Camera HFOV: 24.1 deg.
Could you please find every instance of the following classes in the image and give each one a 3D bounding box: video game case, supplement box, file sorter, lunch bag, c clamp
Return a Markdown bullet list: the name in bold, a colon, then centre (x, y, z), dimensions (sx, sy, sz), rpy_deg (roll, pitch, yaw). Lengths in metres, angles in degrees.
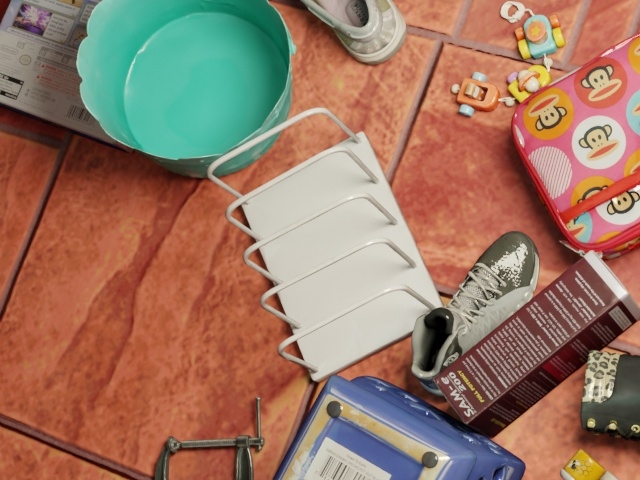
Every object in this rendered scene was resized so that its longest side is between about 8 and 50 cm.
- **video game case**: centre (-0.339, -0.278, 2.152), dimensions (0.269, 0.061, 0.244), rpy_deg (21, 85, 25)
- **supplement box**: centre (0.259, 0.125, 1.767), dimensions (0.239, 0.130, 0.073), rpy_deg (-40, 66, 6)
- **file sorter**: centre (0.000, 0.000, 1.881), dimensions (0.192, 0.173, 0.278), rpy_deg (-28, 67, 12)
- **lunch bag**: centre (0.398, -0.106, 1.790), dimensions (0.293, 0.120, 0.258), rpy_deg (-29, 71, 13)
- **c clamp**: centre (-0.143, 0.282, 1.945), dimensions (0.160, 0.022, 0.137), rpy_deg (-11, 77, 17)

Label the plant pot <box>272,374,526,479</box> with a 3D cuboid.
- **plant pot**: centre (0.071, 0.296, 1.749), dimensions (0.236, 0.212, 0.236), rpy_deg (27, 88, 25)

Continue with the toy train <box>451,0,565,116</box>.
- **toy train**: centre (0.240, -0.230, 1.919), dimensions (0.125, 0.046, 0.166), rpy_deg (23, 85, 25)

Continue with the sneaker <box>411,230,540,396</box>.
- **sneaker**: centre (0.182, 0.081, 1.808), dimensions (0.086, 0.132, 0.229), rpy_deg (29, 88, 26)

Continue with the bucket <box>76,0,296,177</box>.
- **bucket**: centre (-0.164, -0.216, 1.967), dimensions (0.281, 0.183, 0.281), rpy_deg (-1, 81, 5)

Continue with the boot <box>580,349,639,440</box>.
- **boot**: centre (0.386, 0.233, 1.706), dimensions (0.178, 0.085, 0.236), rpy_deg (2, 69, 16)

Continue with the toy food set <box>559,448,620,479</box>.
- **toy food set**: centre (0.347, 0.349, 1.679), dimensions (0.232, 0.111, 0.104), rpy_deg (41, 92, 23)

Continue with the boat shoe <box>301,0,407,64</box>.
- **boat shoe**: centre (-0.004, -0.372, 2.023), dimensions (0.118, 0.103, 0.320), rpy_deg (-38, 66, 8)
